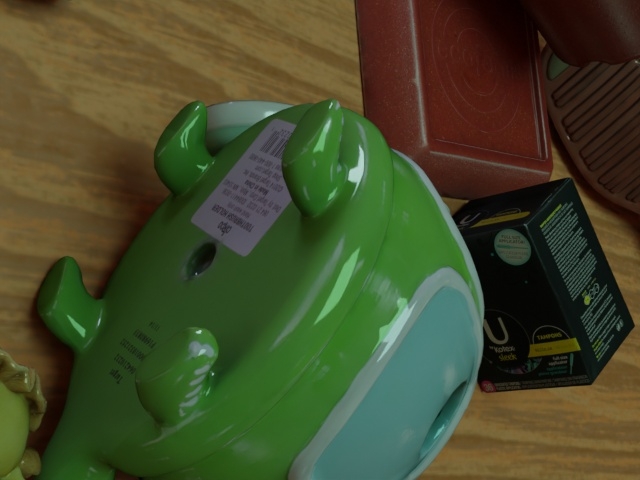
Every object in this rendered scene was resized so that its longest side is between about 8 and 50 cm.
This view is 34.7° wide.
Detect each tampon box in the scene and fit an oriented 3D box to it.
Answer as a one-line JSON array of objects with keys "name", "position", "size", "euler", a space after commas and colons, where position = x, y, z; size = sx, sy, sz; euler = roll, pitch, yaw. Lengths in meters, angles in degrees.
[{"name": "tampon box", "position": [0.190, 0.043, 0.941], "size": [0.101, 0.120, 0.161], "euler": [-38, 107, -43]}]

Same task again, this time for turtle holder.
[{"name": "turtle holder", "position": [-0.029, 0.082, 0.631], "size": [0.227, 0.243, 0.320], "euler": [41, 53, -32]}]

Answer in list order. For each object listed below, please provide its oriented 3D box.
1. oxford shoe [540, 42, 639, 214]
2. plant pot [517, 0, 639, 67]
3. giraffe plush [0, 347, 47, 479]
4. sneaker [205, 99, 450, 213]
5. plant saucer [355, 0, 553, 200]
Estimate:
[{"name": "oxford shoe", "position": [0.380, -0.111, 1.191], "size": [0.397, 0.140, 0.146], "euler": [43, 23, -24]}, {"name": "plant pot", "position": [0.251, -0.324, 0.947], "size": [0.265, 0.272, 0.272], "euler": [52, 50, -27]}, {"name": "giraffe plush", "position": [-0.221, 0.073, 0.517], "size": [0.170, 0.210, 0.181], "euler": [59, 35, -58]}, {"name": "sneaker", "position": [0.001, 0.000, 0.785], "size": [0.256, 0.094, 0.151], "euler": [28, 65, -36]}, {"name": "plant saucer", "position": [0.142, -0.171, 0.999], "size": [0.258, 0.048, 0.259], "euler": [5, 76, -44]}]
